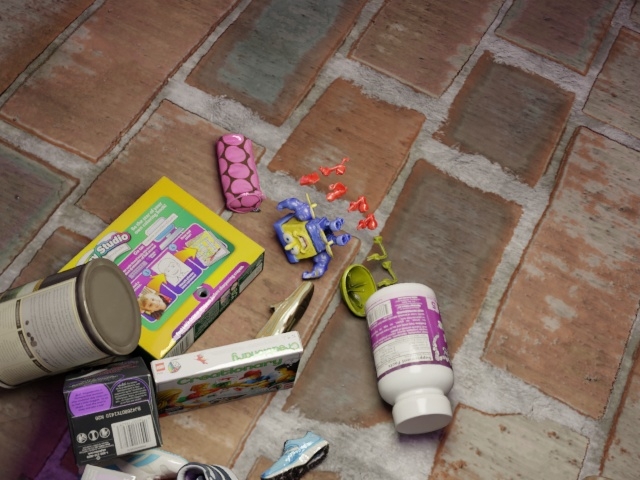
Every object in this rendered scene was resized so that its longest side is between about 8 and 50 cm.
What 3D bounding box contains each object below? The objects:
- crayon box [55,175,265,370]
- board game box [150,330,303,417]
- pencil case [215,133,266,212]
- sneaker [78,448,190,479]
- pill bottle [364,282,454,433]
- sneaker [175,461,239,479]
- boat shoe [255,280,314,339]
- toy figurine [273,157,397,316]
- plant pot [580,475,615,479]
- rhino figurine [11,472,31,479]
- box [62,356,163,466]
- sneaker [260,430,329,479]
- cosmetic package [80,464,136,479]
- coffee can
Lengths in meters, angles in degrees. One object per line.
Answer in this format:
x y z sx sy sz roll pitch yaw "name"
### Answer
-0.360 0.074 2.016 0.313 0.106 0.363 35 60 14 "crayon box"
-0.197 0.280 1.860 0.305 0.193 0.053 -11 60 -15 "board game box"
-0.198 -0.170 2.203 0.098 0.095 0.209 -23 60 14 "pencil case"
-0.370 0.466 1.789 0.228 0.087 0.092 3 64 1 "sneaker"
0.199 0.259 1.948 0.169 0.169 0.302 -3 60 -10 "pill bottle"
-0.171 0.529 1.695 0.099 0.153 0.282 -50 56 0 "sneaker"
-0.084 0.161 2.031 0.072 0.068 0.190 23 57 20 "boat shoe"
0.000 0.000 2.109 0.191 0.217 0.363 -43 117 -43 "toy figurine"
0.562 0.582 1.817 0.167 0.167 0.165 30 52 10 "plant pot"
-0.553 0.565 1.700 0.106 0.073 0.243 -30 68 -28 "rhino figurine"
-0.409 0.326 1.739 0.165 0.270 0.143 -10 93 -14 "box"
-0.061 0.457 1.861 0.162 0.063 0.073 -29 49 -28 "sneaker"
-0.404 0.515 1.655 0.107 0.238 0.127 14 57 0 "cosmetic package"
-0.534 0.170 1.807 0.275 0.201 0.202 -18 58 16 "coffee can"
